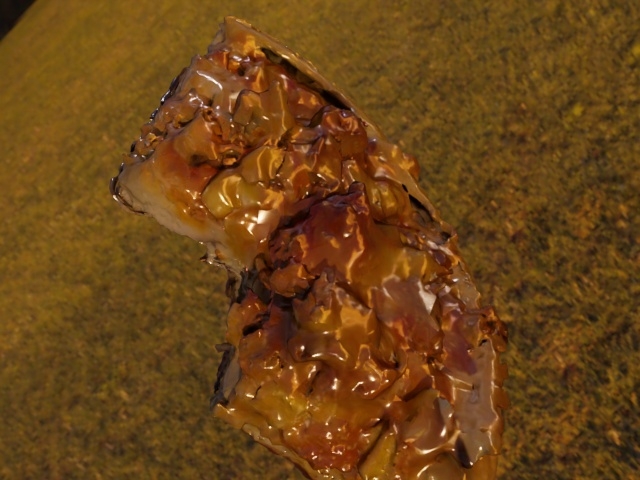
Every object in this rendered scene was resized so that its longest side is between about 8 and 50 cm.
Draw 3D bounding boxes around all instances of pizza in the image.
[{"bbox_3d":[0.000,0.000,0.434,0.085,0.161,0.305,-55,53,46],"label":"pizza"}]
